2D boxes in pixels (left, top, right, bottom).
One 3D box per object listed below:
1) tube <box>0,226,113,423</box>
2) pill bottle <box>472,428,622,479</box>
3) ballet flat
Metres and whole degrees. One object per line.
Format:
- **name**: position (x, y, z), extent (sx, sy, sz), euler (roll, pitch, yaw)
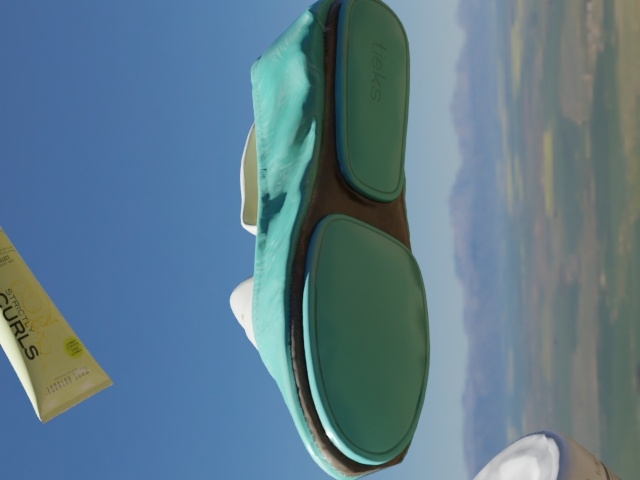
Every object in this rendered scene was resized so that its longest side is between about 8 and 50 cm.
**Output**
- **tube**: position (-0.317, 0.071, 1.250), extent (0.240, 0.070, 0.062), euler (56, -179, 7)
- **pill bottle**: position (0.104, 0.126, 0.406), extent (0.067, 0.120, 0.067), euler (-48, 10, 11)
- **ballet flat**: position (0.000, 0.000, 0.547), extent (0.083, 0.087, 0.247), euler (24, -127, -35)
